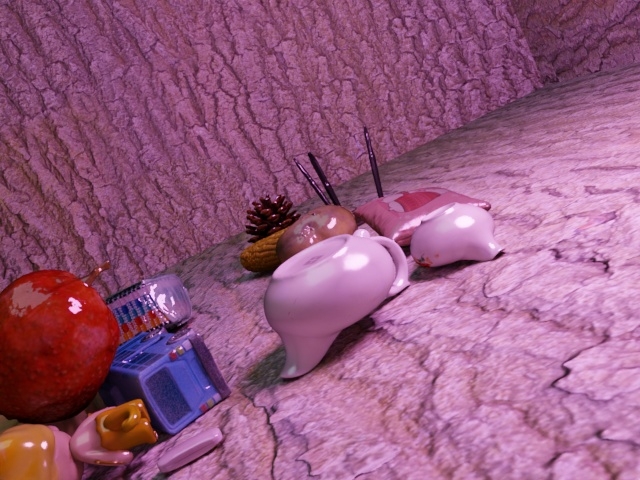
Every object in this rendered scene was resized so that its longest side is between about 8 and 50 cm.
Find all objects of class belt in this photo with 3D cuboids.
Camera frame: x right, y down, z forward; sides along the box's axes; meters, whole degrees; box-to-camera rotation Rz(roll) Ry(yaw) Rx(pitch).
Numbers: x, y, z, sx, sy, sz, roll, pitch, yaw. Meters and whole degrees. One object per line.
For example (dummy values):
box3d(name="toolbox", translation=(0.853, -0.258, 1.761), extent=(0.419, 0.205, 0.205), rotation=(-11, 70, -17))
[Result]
box3d(name="belt", translation=(-0.450, 0.185, 1.561), extent=(0.258, 0.149, 0.207), rotation=(-27, -1, -16))

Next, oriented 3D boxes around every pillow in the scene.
box3d(name="pillow", translation=(0.201, -0.056, 1.284), extent=(0.224, 0.083, 0.236), rotation=(-18, 17, -10))

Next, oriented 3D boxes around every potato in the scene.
box3d(name="potato", translation=(0.000, 0.000, 1.415), extent=(0.192, 0.141, 0.296), rotation=(-36, 5, 6))

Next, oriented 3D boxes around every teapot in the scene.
box3d(name="teapot", translation=(0.025, 0.074, 0.935), extent=(0.298, 0.139, 0.204), rotation=(-34, 10, -31))
box3d(name="teapot", translation=(0.213, -0.008, 1.049), extent=(0.145, 0.092, 0.226), rotation=(-28, 6, -19))

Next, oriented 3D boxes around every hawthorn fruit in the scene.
box3d(name="hawthorn fruit", translation=(-0.383, 0.133, 0.895), extent=(0.253, 0.205, 0.205), rotation=(-65, 19, -10))

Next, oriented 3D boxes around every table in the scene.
box3d(name="table", translation=(0.057, -0.175, 1.891), extent=(0.318, 0.248, 0.317), rotation=(-25, 9, 4))

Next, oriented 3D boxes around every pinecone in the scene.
box3d(name="pinecone", translation=(-0.139, -0.049, 1.921), extent=(0.208, 0.207, 0.208), rotation=(-25, 9, 4))

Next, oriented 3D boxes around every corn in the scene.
box3d(name="corn", translation=(-0.111, 0.029, 1.669), extent=(0.101, 0.101, 0.310), rotation=(-33, 5, -39))

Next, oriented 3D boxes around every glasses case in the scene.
box3d(name="glasses case", translation=(-0.158, 0.254, 0.758), extent=(0.083, 0.021, 0.032), rotation=(-27, 12, -11))

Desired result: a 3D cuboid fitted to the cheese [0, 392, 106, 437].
box3d(name="cheese", translation=(-0.461, 0.310, 1.008), extent=(0.226, 0.117, 0.214), rotation=(-31, 13, -4))

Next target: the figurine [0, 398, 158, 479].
box3d(name="figurine", translation=(-0.336, 0.280, 0.794), extent=(0.247, 0.131, 0.156), rotation=(-26, 44, -14))

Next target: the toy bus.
box3d(name="toy bus", translation=(-0.255, 0.212, 0.964), extent=(0.134, 0.116, 0.234), rotation=(-36, 15, -34))
